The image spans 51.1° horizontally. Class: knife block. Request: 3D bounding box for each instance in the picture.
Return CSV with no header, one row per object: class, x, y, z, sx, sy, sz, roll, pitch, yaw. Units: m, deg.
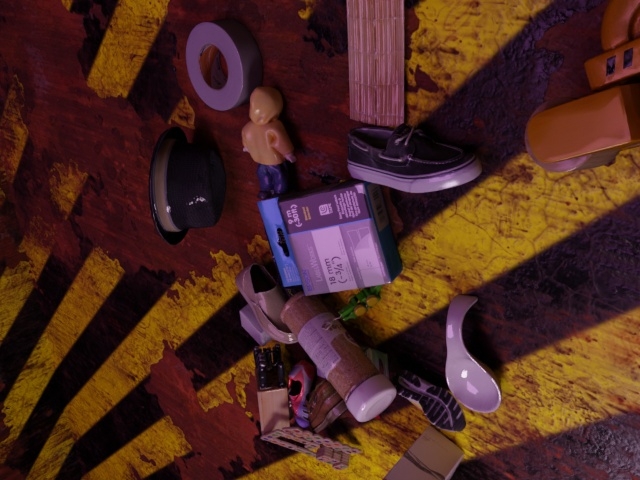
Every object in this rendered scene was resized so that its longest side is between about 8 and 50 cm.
knife block,-0.141,0.441,1.937,0.242,0.088,0.276,117,146,-78

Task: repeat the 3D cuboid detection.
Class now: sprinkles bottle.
sprinkles bottle,0.037,0.282,1.678,0.355,0.121,0.121,48,138,32

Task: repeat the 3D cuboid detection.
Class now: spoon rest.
spoon rest,0.327,0.262,1.485,0.137,0.084,0.277,1,110,45

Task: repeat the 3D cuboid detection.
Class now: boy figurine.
boy figurine,-0.133,-0.244,1.676,0.177,0.092,0.285,11,117,42

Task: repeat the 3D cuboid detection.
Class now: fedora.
fedora,-0.355,-0.147,1.865,0.152,0.334,0.334,4,117,11

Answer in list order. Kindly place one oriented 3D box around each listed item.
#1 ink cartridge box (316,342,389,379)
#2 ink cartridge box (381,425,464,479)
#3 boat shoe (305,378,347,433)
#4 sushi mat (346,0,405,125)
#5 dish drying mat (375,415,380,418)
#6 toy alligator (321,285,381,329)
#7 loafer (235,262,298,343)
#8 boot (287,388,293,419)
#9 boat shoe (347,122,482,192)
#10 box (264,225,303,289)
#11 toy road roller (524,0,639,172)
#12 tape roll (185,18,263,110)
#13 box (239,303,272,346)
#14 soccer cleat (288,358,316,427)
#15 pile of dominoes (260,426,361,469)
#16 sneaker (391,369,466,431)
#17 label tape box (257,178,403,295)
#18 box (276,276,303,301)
ink cartridge box,0.081,0.331,1.783,0.209,0.062,0.109,13,119,40
ink cartridge box,0.214,0.621,1.639,0.117,0.283,0.207,34,132,23
boat shoe,0.016,0.449,1.851,0.104,0.110,0.307,50,152,13
sushi mat,0.116,-0.397,1.398,0.151,0.019,0.317,18,123,37
dish drying mat,0.137,0.449,1.829,0.032,0.008,0.083,-15,99,47
toy alligator,0.089,0.168,1.653,0.051,0.189,0.056,45,-172,-39
loafer,-0.140,0.169,1.847,0.268,0.102,0.092,47,142,19
boot,-0.125,0.494,2.094,0.114,0.037,0.107,23,113,32
boat shoe,0.171,-0.178,1.375,0.335,0.121,0.119,10,126,44
box,-0.052,0.032,1.747,0.147,0.077,0.180,-1,110,46
toy road roller,0.466,-0.253,0.998,0.329,0.202,0.241,-17,86,43
tape roll,-0.246,-0.445,1.696,0.219,0.072,0.219,22,124,37
box,-0.171,0.232,1.944,0.102,0.087,0.101,43,155,21
soccer cleat,-0.063,0.462,1.970,0.083,0.095,0.248,24,125,30
pile of dominoes,-0.030,0.606,1.941,0.251,0.040,0.196,24,146,-18
sneaker,0.272,0.385,1.610,0.208,0.081,0.094,36,178,38
label tape box,0.000,0.000,1.582,0.333,0.106,0.241,-11,103,27
box,-0.071,0.181,1.883,0.162,0.029,0.116,41,134,20
